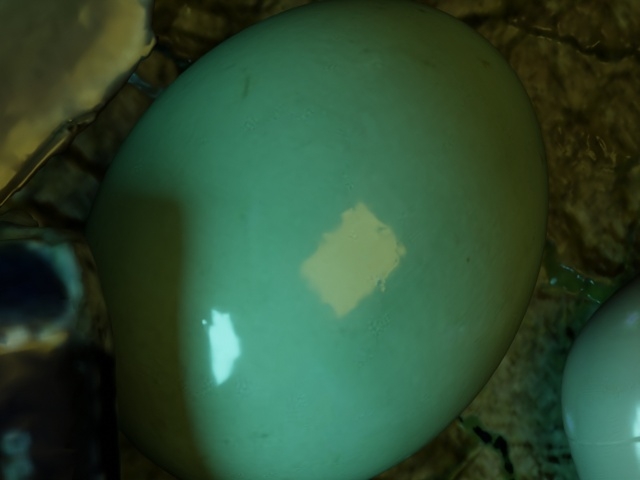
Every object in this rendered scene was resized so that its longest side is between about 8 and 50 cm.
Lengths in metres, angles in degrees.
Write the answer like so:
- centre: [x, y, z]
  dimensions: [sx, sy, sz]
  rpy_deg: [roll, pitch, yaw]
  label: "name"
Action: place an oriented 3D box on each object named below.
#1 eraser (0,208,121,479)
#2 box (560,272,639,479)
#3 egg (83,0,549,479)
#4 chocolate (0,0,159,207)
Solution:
- centre: [-0.137, 0.157, 0.465]
  dimensions: [0.155, 0.101, 0.332]
  rpy_deg: [-6, 98, -25]
  label: "eraser"
- centre: [0.194, 0.064, 0.683]
  dimensions: [0.200, 0.088, 0.146]
  rpy_deg: [-22, 98, -29]
  label: "box"
- centre: [0.000, 0.000, 0.550]
  dimensions: [0.149, 0.149, 0.192]
  rpy_deg: [44, 60, -18]
  label: "egg"
- centre: [-0.167, -0.126, 0.507]
  dimensions: [0.161, 0.083, 0.261]
  rpy_deg: [-44, 120, -23]
  label: "chocolate"
